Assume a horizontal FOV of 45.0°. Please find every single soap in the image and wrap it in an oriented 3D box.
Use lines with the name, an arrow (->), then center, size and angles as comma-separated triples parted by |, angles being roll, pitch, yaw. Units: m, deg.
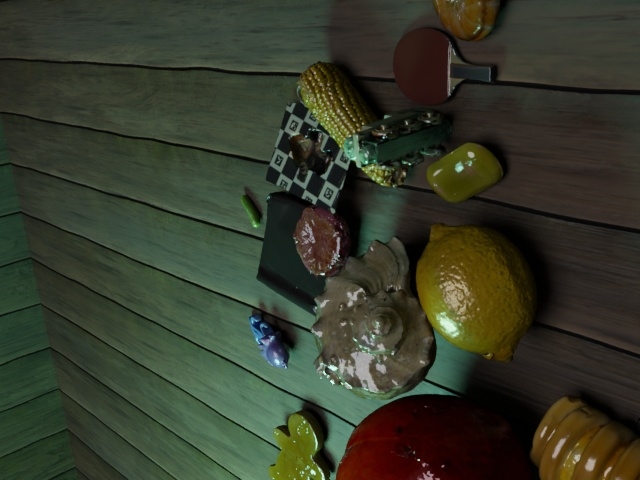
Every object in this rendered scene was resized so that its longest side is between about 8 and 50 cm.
soap -> 0.242, -0.114, 1.302 | 0.089, 0.045, 0.140 | 47, 140, -10

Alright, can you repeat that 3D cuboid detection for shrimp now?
shrimp -> 0.222, -0.430, 1.190 | 0.150, 0.068, 0.249 | 32, 134, 45

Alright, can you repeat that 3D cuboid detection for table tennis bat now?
table tennis bat -> 0.204, -0.291, 1.305 | 0.220, 0.019, 0.130 | 20, 120, 46

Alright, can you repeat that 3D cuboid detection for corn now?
corn -> 0.059, -0.217, 1.447 | 0.293, 0.106, 0.106 | 53, 139, 19

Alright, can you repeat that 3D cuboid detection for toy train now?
toy train -> 0.127, -0.172, 1.311 | 0.125, 0.194, 0.081 | 20, 124, 52

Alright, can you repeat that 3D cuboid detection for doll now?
doll -> -0.129, 0.246, 1.912 | 0.206, 0.067, 0.110 | 48, 152, 41

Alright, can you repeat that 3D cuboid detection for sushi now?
sushi -> -0.007, -0.174, 1.587 | 0.210, 0.040, 0.193 | 25, 102, 38

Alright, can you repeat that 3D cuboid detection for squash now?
squash -> -0.166, -0.072, 1.843 | 0.027, 0.027, 0.089 | -44, 68, 50

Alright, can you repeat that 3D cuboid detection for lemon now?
lemon -> 0.256, 0.081, 1.273 | 0.188, 0.188, 0.257 | -32, 85, 52

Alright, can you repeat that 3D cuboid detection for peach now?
peach -> 0.198, 0.430, 1.362 | 0.370, 0.370, 0.370 | 24, 123, 43

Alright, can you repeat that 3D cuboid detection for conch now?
conch -> 0.080, 0.144, 1.429 | 0.352, 0.210, 0.297 | 140, 137, -71

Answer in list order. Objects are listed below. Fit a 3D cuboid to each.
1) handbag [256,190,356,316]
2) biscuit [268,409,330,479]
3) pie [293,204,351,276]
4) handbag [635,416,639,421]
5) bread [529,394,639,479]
handbag -> -0.030, 0.029, 1.686 | 0.247, 0.080, 0.223 | 28, 117, 36
biscuit -> -0.047, 0.547, 1.955 | 0.197, 0.049, 0.301 | 33, 130, 32
pie -> 0.000, 0.000, 1.569 | 0.153, 0.038, 0.153 | 4, 95, 43
handbag -> 0.558, 0.253, 1.031 | 0.228, 0.127, 0.208 | 37, 138, 35
bread -> 0.470, 0.381, 1.199 | 0.311, 0.121, 0.173 | 31, 127, 38
